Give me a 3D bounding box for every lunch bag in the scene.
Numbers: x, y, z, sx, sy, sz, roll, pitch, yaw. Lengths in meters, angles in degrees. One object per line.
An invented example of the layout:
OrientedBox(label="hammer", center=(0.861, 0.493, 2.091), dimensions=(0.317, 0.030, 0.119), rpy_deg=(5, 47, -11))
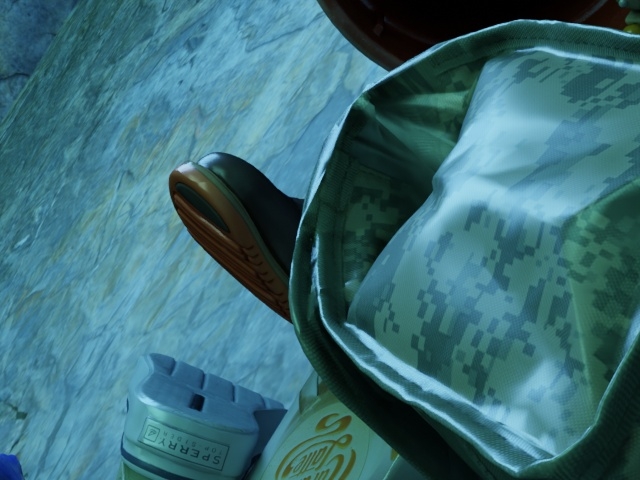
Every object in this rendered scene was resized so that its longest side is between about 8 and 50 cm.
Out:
OrientedBox(label="lunch bag", center=(0.127, 0.048, 0.511), dimensions=(0.169, 0.235, 0.287), rpy_deg=(-52, 21, -5))

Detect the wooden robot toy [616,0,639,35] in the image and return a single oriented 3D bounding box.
OrientedBox(label="wooden robot toy", center=(0.213, -0.155, 0.871), dimensions=(0.173, 0.079, 0.076), rpy_deg=(-57, 22, -11))

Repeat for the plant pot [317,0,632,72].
OrientedBox(label="plant pot", center=(0.111, -0.265, 1.037), dimensions=(0.272, 0.272, 0.265), rpy_deg=(-47, 14, 14))

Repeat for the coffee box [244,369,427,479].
OrientedBox(label="coffee box", center=(0.031, 0.145, 0.740), dimensions=(0.247, 0.098, 0.141), rpy_deg=(-58, 22, -15))

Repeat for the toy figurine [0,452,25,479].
OrientedBox(label="toy figurine", center=(-0.252, 0.240, 1.003), dimensions=(0.362, 0.217, 0.191), rpy_deg=(-28, 32, 48))

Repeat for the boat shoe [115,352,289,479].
OrientedBox(label="boat shoe", center=(-0.087, 0.134, 0.905), dimensions=(0.302, 0.109, 0.094), rpy_deg=(28, -95, -87))

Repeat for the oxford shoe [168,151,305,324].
OrientedBox(label="oxford shoe", center=(0.000, 0.000, 0.843), dimensions=(0.097, 0.271, 0.098), rpy_deg=(40, 88, 29))
